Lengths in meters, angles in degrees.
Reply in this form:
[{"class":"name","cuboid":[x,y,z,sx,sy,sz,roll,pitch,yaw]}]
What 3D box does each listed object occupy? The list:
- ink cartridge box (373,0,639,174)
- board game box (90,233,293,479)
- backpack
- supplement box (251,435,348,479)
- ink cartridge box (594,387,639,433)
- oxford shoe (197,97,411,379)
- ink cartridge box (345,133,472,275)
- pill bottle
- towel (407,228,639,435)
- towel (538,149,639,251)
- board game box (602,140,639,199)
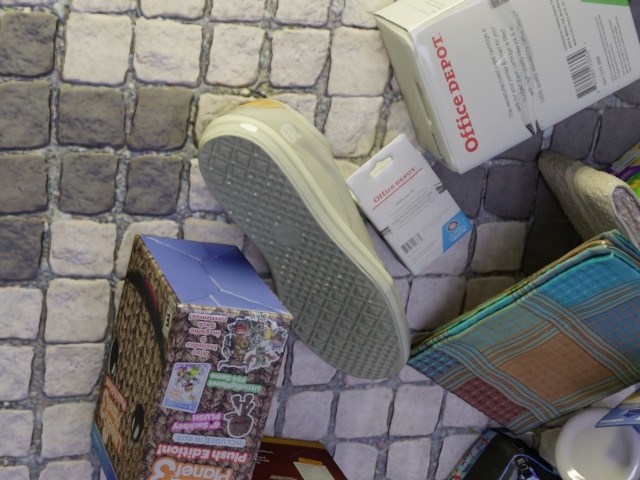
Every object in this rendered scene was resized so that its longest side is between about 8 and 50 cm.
[{"class":"ink cartridge box","cuboid":[0.238,-0.248,1.657,0.289,0.121,0.211,-28,118,-10]},{"class":"board game box","cuboid":[-0.165,0.171,1.603,0.141,0.232,0.291,7,107,-24]},{"class":"backpack","cuboid":[0.290,0.381,1.938,0.173,0.117,0.158,31,97,-29]},{"class":"supplement box","cuboid":[-0.067,0.358,1.739,0.191,0.194,0.129,11,106,-26]},{"class":"ink cartridge box","cuboid":[0.531,0.179,1.765,0.311,0.186,0.065,-31,90,-16]},{"class":"oxford shoe","cuboid":[0.000,0.000,1.659,0.169,0.130,0.449,-13,125,29]},{"class":"ink cartridge box","cuboid":[0.105,-0.055,1.718,0.104,0.060,0.180,-40,120,-2]},{"class":"pill bottle","cuboid":[0.444,0.326,1.937,0.131,0.131,0.229,-55,145,6]},{"class":"towel","cuboid":[0.329,0.143,1.789,0.271,0.040,0.370,34,130,-28]},{"class":"towel","cuboid":[0.407,0.001,1.792,0.049,0.187,0.282,-42,119,-6]},{"class":"board game box","cuboid":[0.517,-0.029,1.771,0.142,0.275,0.144,-39,120,-3]}]
